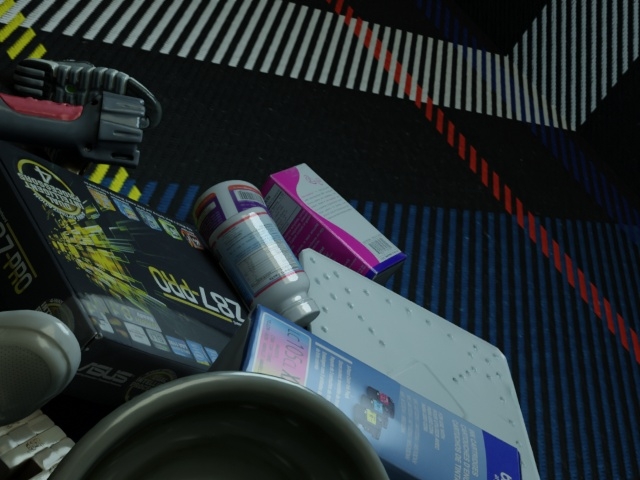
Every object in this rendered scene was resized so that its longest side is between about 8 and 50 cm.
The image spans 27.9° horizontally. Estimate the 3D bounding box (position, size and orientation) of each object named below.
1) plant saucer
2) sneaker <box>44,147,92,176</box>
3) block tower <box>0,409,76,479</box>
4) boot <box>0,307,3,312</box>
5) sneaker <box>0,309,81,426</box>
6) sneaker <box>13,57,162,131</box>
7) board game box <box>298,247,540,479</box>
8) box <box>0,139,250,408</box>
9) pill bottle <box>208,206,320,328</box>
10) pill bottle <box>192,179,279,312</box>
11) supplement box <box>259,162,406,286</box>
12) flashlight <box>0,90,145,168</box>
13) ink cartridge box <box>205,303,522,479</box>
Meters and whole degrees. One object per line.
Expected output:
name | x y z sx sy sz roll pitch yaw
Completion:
plant saucer | -0.107 0.311 1.143 0.400 0.400 0.100 17 -8 -34
sneaker | -0.357 -0.126 1.777 0.086 0.064 0.192 29 24 -8
block tower | -0.290 0.231 1.243 0.335 0.097 0.091 44 28 11
boot | -0.345 0.094 1.347 0.198 0.077 0.137 17 -12 -16
sneaker | -0.347 0.168 1.103 0.108 0.292 0.169 58 24 -22
sneaker | -0.326 -0.228 1.907 0.228 0.086 0.132 19 17 7
board game box | 0.130 0.226 1.743 0.390 0.050 0.390 28 31 -27
box | -0.221 0.066 1.488 0.395 0.097 0.318 28 24 -53
pill bottle | -0.069 0.043 1.659 0.087 0.087 0.160 -12 65 -56
pill bottle | -0.104 0.015 1.796 0.108 0.108 0.193 15 34 -36
supplement box | 0.000 0.000 1.940 0.220 0.114 0.111 44 28 12
flashlight | -0.385 -0.174 1.683 0.304 0.103 0.103 7 31 -13
ink cartridge box | 0.028 0.282 1.344 0.395 0.270 0.151 30 29 -13
